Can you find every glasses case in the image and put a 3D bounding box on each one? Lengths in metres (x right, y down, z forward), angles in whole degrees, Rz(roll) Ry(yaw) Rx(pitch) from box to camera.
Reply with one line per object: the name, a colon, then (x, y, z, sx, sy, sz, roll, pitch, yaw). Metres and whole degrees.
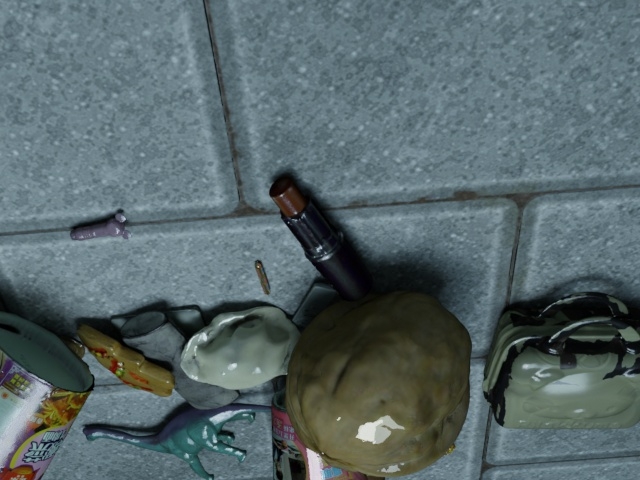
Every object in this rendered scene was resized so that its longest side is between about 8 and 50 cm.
glasses case: (-0.284, 0.253, 1.828, 0.114, 0.060, 0.299, -16, 135, 20)

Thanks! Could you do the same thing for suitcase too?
suitcase: (0.523, 0.253, 1.812, 0.352, 0.194, 0.339, 0, 135, -5)

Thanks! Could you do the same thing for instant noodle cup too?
instant noodle cup: (-0.605, 0.314, 1.687, 0.340, 0.340, 0.266, 36, 96, -34)
instant noodle cup: (-0.012, 0.449, 1.912, 0.244, 0.244, 0.255, -5, 105, 2)

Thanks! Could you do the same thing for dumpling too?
dumpling: (-0.157, 0.217, 1.767, 0.250, 0.162, 0.132, -6, -179, -8)

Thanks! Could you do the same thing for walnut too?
walnut: (0.115, 0.272, 1.685, 0.381, 0.381, 0.381, -2, 137, -2)

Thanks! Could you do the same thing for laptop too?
laptop: (-0.314, 0.234, 1.864, 0.188, 0.015, 0.269, -8, 137, 5)

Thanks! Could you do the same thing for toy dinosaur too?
toy dinosaur: (-0.332, 0.415, 2.012, 0.331, 0.129, 0.383, 26, 129, -17)

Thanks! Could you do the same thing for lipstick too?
lipstick: (0.000, 0.000, 1.587, 0.081, 0.081, 0.299, -23, 131, 20)

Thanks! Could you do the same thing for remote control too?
remote control: (-0.020, 0.139, 1.777, 0.050, 0.027, 0.184, 16, 139, -15)

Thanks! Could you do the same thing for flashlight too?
flashlight: (-0.393, -0.019, 1.577, 0.110, 0.031, 0.052, -10, 113, 12)

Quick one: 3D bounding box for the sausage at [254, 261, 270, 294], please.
sausage: (-0.111, 0.074, 1.705, 0.015, 0.015, 0.100, -8, 137, 5)

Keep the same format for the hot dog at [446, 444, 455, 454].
hot dog: (0.253, 0.516, 2.185, 0.165, 0.045, 0.071, -14, 134, 12)

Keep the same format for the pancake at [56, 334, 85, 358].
pancake: (-0.550, 0.230, 1.847, 0.115, 0.011, 0.115, -3, 136, -3)

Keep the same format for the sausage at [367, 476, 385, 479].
sausage: (0.100, 0.650, 2.170, 0.123, 0.253, 0.123, 1, 135, 1)

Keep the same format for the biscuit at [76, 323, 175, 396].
biscuit: (-0.403, 0.252, 1.806, 0.239, 0.041, 0.212, 41, 153, -24)
